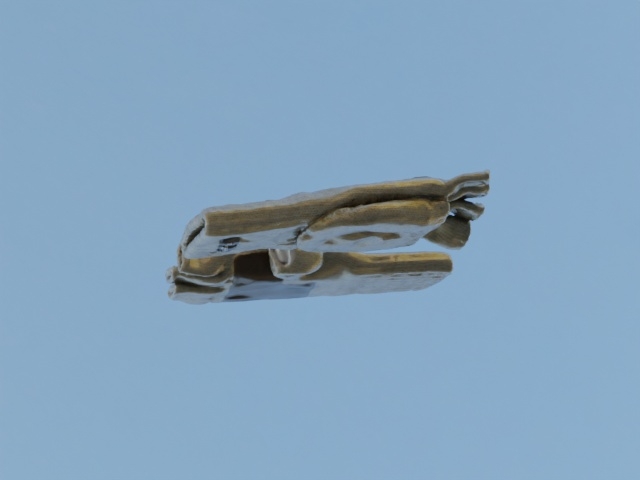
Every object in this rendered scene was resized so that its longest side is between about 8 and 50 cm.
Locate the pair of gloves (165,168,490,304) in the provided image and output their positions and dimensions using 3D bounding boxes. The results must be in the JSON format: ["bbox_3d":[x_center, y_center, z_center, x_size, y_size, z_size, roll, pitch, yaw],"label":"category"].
[{"bbox_3d":[0.000,0.000,1.331,0.204,0.240,0.042,-4,-104,-10],"label":"pair of gloves"}]
